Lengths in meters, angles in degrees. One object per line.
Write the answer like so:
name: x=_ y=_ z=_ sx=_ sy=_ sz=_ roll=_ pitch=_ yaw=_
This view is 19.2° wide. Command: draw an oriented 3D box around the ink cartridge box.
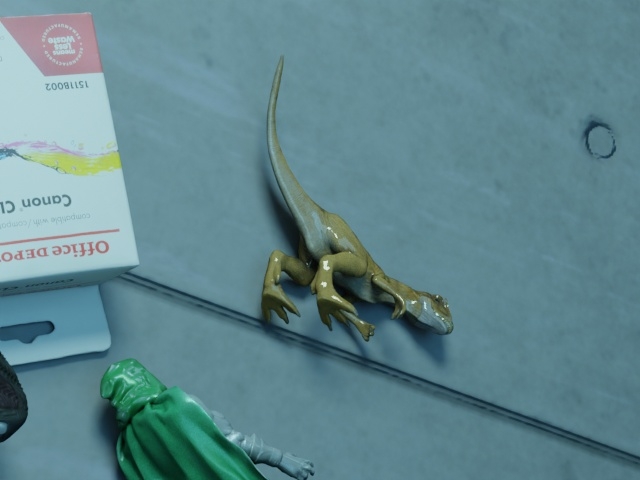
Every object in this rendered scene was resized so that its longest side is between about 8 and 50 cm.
ink cartridge box: x=-0.178 y=-0.029 z=1.116 sx=0.115 sy=0.067 sz=0.198 roll=-8 pitch=82 yaw=-31

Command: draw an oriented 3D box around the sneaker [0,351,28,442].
sneaker: x=-0.303 y=0.090 z=0.993 sx=0.281 sy=0.162 sz=0.106 roll=21 pitch=29 yaw=-43

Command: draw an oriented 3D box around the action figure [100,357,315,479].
action figure: x=-0.048 y=0.161 z=1.128 sx=0.232 sy=0.137 sz=0.063 roll=48 pitch=36 yaw=-1

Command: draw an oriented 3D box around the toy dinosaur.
toy dinosaur: x=0.000 y=0.000 z=1.225 sx=0.211 sy=0.064 sz=0.112 roll=50 pitch=41 yaw=-20
